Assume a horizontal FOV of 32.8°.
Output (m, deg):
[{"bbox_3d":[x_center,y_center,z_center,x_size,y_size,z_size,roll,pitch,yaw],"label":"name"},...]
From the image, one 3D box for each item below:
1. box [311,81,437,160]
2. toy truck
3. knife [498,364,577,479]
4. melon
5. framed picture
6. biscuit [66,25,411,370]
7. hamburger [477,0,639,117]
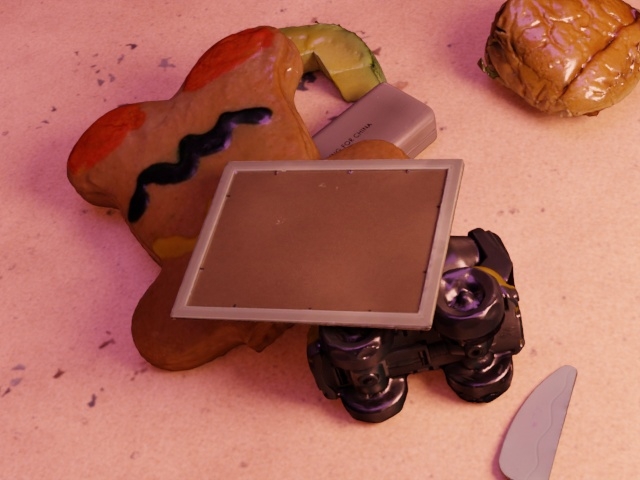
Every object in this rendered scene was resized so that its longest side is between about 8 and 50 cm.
[{"bbox_3d":[0.027,-0.093,1.321,0.244,0.055,0.103,-40,54,-20],"label":"box"},{"bbox_3d":[0.094,0.075,1.111,0.224,0.147,0.165,-14,48,5],"label":"toy truck"},{"bbox_3d":[0.202,0.222,1.045,0.063,0.034,0.260,1,45,22],"label":"knife"},{"bbox_3d":[-0.016,-0.239,1.449,0.210,0.064,0.118,-5,55,12],"label":"melon"},{"bbox_3d":[0.000,0.000,1.098,0.275,0.017,0.217,2,53,22],"label":"framed picture"},{"bbox_3d":[-0.100,-0.069,1.249,0.368,0.076,0.394,-32,56,5],"label":"biscuit"},{"bbox_3d":[0.303,-0.247,1.342,0.206,0.130,0.183,36,68,31],"label":"hamburger"}]
